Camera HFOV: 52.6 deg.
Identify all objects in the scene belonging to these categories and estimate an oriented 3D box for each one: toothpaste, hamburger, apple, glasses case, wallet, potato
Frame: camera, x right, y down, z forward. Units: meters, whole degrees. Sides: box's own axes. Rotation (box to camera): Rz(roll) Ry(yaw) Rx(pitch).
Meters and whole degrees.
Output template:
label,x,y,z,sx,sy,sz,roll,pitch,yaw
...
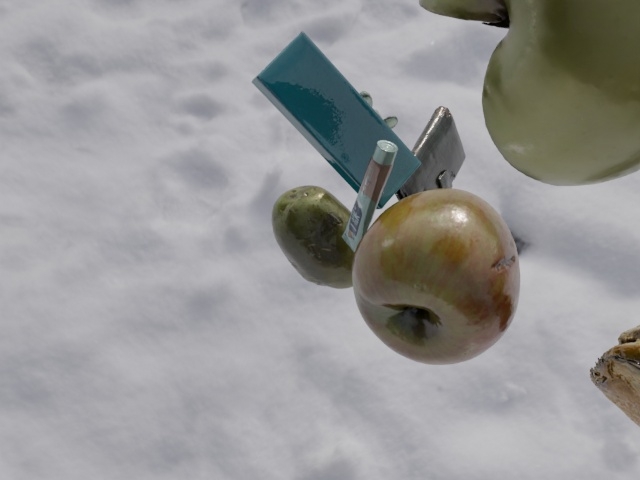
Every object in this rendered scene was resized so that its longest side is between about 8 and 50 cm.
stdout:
label,x,y,z,sx,sy,sz,roll,pitch,yaw
toothpaste,0.076,-0.065,1.040,0.036,0.205,0.056,-5,44,-28
hamburger,0.577,0.225,1.041,0.244,0.244,0.163,42,76,10
apple,0.180,0.047,0.996,0.265,0.264,0.264,3,68,-6
glasses case,0.028,-0.195,1.093,0.301,0.070,0.117,46,77,-13
wallet,0.267,-0.170,1.544,0.044,0.169,0.317,-5,39,37
potato,0.001,-0.001,1.363,0.197,0.228,0.148,-8,30,22
apple,0.252,-0.215,0.580,0.258,0.233,0.295,-7,67,-22

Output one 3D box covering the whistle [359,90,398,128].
label,x,y,z,sx,sy,sz,roll,pitch,yaw
whistle,0.063,-0.245,1.266,0.114,0.236,0.077,-32,63,22
